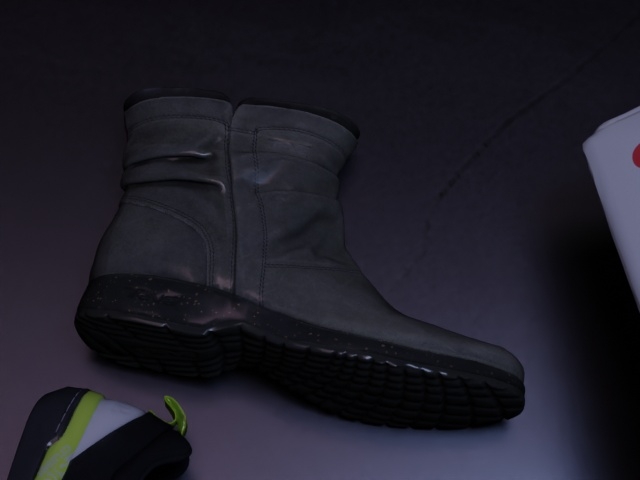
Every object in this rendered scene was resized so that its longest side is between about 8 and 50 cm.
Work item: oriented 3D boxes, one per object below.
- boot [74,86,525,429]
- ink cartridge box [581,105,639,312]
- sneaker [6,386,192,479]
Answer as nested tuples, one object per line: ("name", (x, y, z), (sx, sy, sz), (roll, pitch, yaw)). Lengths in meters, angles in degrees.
("boot", (0.000, 0.000, 0.984), (0.246, 0.083, 0.161), (13, 64, 1))
("ink cartridge box", (0.272, 0.042, 0.878), (0.211, 0.121, 0.289), (-24, 52, 15))
("sneaker", (-0.119, 0.180, 0.905), (0.097, 0.084, 0.235), (14, 70, 1))
